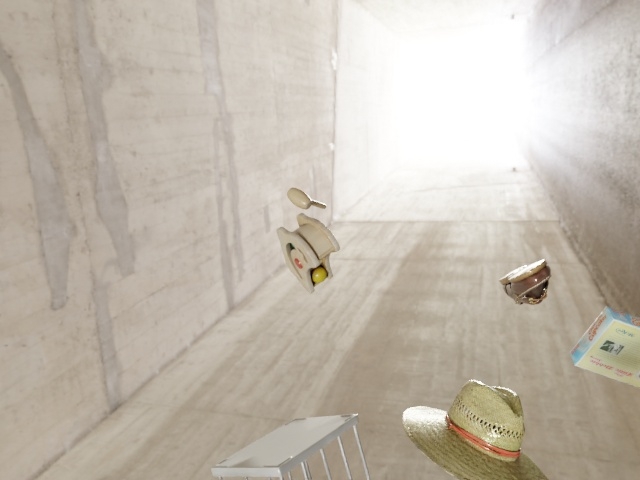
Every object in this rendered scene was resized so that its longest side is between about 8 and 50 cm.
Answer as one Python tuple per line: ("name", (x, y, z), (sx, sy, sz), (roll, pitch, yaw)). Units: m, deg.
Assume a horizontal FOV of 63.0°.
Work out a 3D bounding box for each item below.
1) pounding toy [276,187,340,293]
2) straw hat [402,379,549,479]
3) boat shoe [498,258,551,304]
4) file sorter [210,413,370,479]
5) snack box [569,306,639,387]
("pounding toy", (0.000, 0.000, 1.259), (0.154, 0.154, 0.270), (-36, -37, -20))
("straw hat", (0.142, 0.153, 0.446), (0.061, 0.144, 0.144), (-69, -18, 5))
("boat shoe", (0.389, 0.083, 0.968), (0.073, 0.073, 0.207), (61, -174, 12))
("file sorter", (-0.049, 0.504, 1.107), (0.277, 0.192, 0.173), (-8, -99, -54))
("snack box", (0.887, 0.314, 1.433), (0.060, 0.321, 0.187), (-74, 4, -58))
